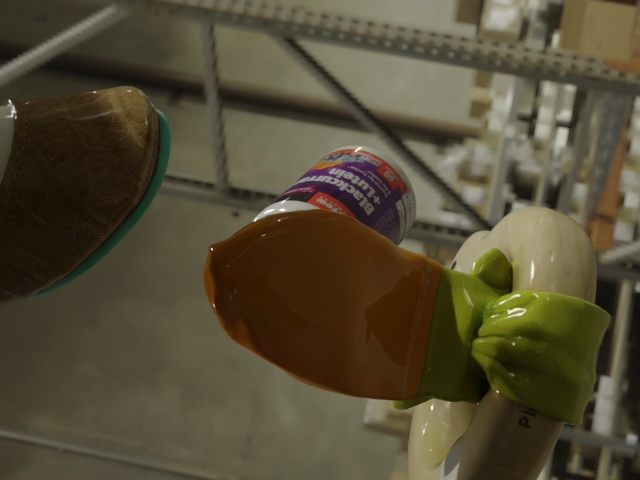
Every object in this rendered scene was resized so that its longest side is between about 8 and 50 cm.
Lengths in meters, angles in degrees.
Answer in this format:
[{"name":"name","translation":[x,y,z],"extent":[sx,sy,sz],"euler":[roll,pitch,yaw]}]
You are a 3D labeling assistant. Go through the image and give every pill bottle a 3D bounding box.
[{"name":"pill bottle","translation":[0.000,0.000,1.208],"extent":[0.193,0.108,0.108],"euler":[-45,-32,-52]}]

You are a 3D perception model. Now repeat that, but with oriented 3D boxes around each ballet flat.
[{"name":"ballet flat","translation":[-0.216,-0.020,0.822],"extent":[0.342,0.124,0.116],"euler":[-20,56,56]}]

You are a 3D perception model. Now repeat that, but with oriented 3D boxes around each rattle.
[{"name":"rattle","translation":[0.025,0.030,0.546],"extent":[0.199,0.143,0.130],"euler":[-100,14,-72]}]
